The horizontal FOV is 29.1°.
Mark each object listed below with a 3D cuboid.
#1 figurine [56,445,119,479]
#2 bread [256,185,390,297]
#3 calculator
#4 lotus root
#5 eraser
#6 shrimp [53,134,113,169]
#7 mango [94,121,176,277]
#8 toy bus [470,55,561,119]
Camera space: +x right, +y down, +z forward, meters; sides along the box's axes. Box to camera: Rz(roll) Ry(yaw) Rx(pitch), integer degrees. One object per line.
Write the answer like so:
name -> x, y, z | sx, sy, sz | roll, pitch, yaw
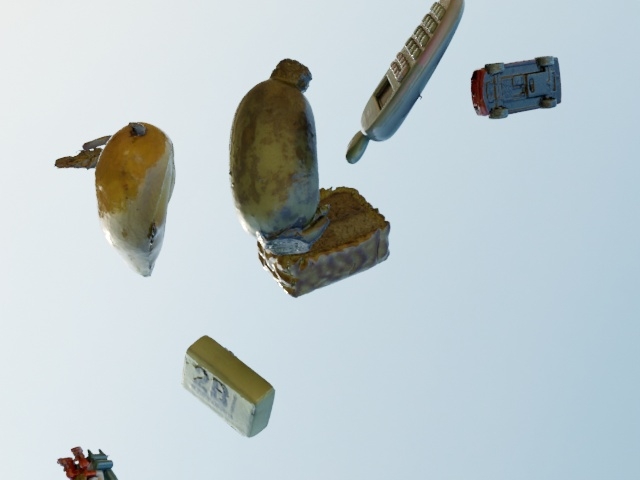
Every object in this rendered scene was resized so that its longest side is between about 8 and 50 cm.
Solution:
figurine -> -0.324, 0.367, 1.772 | 0.068, 0.075, 0.140 | -40, -123, 24
bread -> 0.000, 0.000, 2.110 | 0.222, 0.096, 0.181 | -22, -141, -25
calculator -> 0.126, -0.240, 1.847 | 0.299, 0.041, 0.185 | -58, -169, 13
lotus root -> -0.068, -0.134, 1.929 | 0.173, 0.173, 0.309 | -13, -110, 38
eraser -> -0.164, 0.258, 2.166 | 0.172, 0.117, 0.058 | 36, -133, 21
shrimp -> -0.430, -0.166, 2.361 | 0.162, 0.045, 0.095 | -14, 169, -24
mango -> -0.160, -0.035, 1.085 | 0.066, 0.187, 0.101 | 7, -125, 2
toy bus -> 0.283, -0.233, 1.869 | 0.195, 0.081, 0.089 | -15, -167, -43
